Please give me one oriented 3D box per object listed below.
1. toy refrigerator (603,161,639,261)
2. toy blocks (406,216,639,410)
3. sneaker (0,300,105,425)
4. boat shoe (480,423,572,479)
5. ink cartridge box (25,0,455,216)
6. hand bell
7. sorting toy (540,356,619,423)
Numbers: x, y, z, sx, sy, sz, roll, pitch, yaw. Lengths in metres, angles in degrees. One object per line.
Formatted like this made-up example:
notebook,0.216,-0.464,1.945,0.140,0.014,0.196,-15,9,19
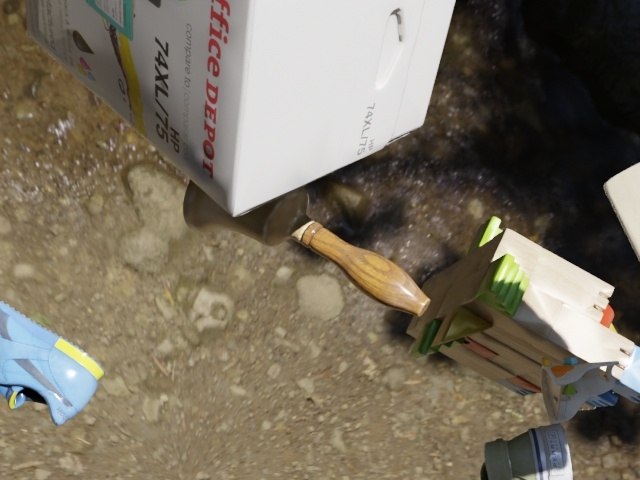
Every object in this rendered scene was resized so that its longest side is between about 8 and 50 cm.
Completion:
toy refrigerator,0.212,0.061,0.338,0.102,0.094,0.269,-28,35,19
toy blocks,0.280,0.122,1.102,0.261,0.381,0.190,29,73,-2
sneaker,-0.327,0.117,0.886,0.209,0.069,0.082,28,65,16
boat shoe,0.241,0.282,1.034,0.094,0.302,0.109,-3,62,9
ink cartridge box,-0.063,-0.194,0.615,0.197,0.198,0.270,-28,55,-35
hand bell,0.000,0.000,0.813,0.242,0.126,0.126,34,71,20
sorting toy,0.268,0.144,0.876,0.075,0.083,0.045,-12,49,1
